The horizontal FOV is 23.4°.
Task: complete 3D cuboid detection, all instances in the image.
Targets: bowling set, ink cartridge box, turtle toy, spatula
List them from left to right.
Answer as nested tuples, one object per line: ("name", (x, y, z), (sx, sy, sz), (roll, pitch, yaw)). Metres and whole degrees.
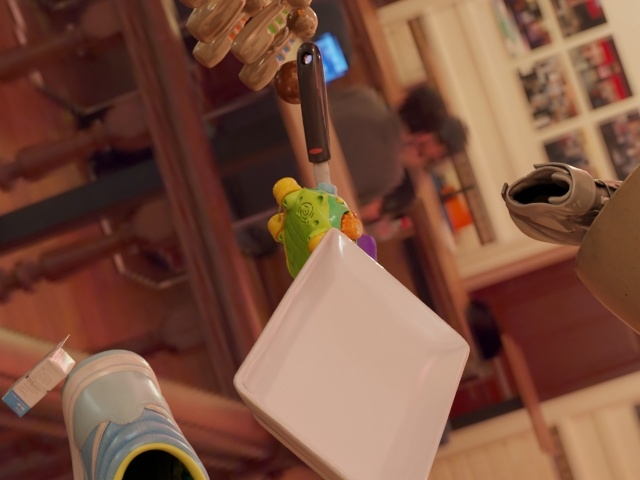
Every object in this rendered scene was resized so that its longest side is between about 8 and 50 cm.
("ink cartridge box", (-0.277, 0.136, 1.557), (0.028, 0.083, 0.048), (47, 10, -8))
("bowling set", (-0.055, -0.270, 1.905), (0.200, 0.154, 0.287), (39, -8, 6))
("turtle toy", (0.000, 0.000, 1.417), (0.095, 0.066, 0.130), (57, -26, 31))
("spatula", (0.008, -0.059, 1.603), (0.030, 0.084, 0.296), (-14, 96, -61))

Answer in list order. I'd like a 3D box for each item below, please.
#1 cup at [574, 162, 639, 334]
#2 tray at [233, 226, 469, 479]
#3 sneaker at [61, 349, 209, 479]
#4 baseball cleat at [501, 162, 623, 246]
("cup", (0.416, 0.015, 1.287), (0.237, 0.331, 0.331), (53, 2, 23))
("tray", (0.024, 0.091, 1.066), (0.145, 0.030, 0.270), (40, 25, -4))
("sneaker", (-0.174, 0.289, 1.550), (0.208, 0.127, 0.319), (-130, -156, -54))
("baseball cleat", (0.258, -0.023, 1.343), (0.109, 0.206, 0.072), (42, 53, -64))
